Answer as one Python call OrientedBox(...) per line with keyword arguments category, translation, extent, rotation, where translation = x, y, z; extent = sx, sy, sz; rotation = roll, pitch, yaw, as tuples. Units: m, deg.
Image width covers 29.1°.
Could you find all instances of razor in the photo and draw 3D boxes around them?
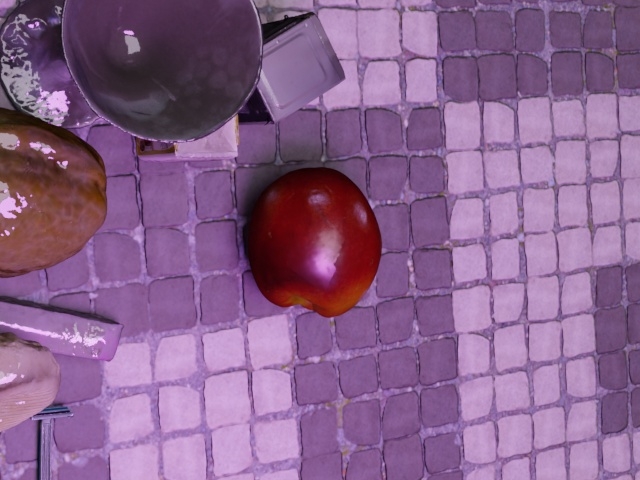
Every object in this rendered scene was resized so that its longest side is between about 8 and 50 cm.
OrientedBox(category="razor", translation=(-0.406, 0.341, 1.829), extent=(0.068, 0.037, 0.191), rotation=(-1, 96, -34))

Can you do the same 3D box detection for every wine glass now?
OrientedBox(category="wine glass", translation=(-0.285, -0.252, 1.654), extent=(0.267, 0.406, 0.267), rotation=(-1, 92, -31))

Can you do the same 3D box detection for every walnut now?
OrientedBox(category="walnut", translation=(-0.433, -0.061, 1.684), extent=(0.283, 0.227, 0.283), rotation=(-17, 142, -13))

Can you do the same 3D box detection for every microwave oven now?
OrientedBox(category="microwave oven", translation=(-0.090, -0.263, 1.883), extent=(0.163, 0.205, 0.129), rotation=(-34, 109, -26))

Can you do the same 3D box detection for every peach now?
OrientedBox(category="peach", translation=(0.000, 0.000, 1.954), extent=(0.243, 0.199, 0.243), rotation=(1, 89, -40))

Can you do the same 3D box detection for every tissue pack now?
OrientedBox(category="tissue pack", translation=(-0.202, -0.168, 1.854), extent=(0.106, 0.149, 0.099), rotation=(-2, 93, -31))

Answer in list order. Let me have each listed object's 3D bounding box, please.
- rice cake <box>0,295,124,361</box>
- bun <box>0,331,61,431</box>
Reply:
OrientedBox(category="rice cake", translation=(-0.468, 0.116, 1.764), extent=(0.399, 0.064, 0.070), rotation=(13, 92, -30))
OrientedBox(category="bun", translation=(-0.471, 0.189, 1.703), extent=(0.222, 0.222, 0.127), rotation=(-13, 67, -29))
